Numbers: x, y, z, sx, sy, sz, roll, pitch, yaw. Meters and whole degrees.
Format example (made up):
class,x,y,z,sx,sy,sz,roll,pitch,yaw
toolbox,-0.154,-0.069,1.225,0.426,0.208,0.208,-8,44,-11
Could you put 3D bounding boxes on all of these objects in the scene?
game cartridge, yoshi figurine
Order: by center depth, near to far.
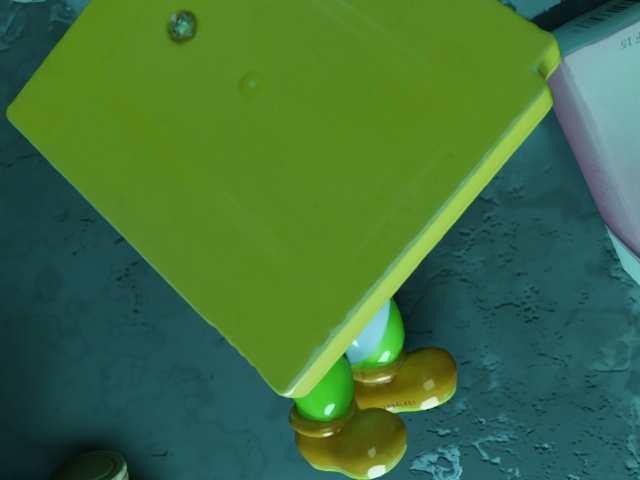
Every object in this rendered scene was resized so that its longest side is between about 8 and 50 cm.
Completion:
class,x,y,z,sx,sy,sz,roll,pitch,yaw
game cartridge,-0.038,-0.101,0.594,0.324,0.053,0.285,42,96,21
yoshi figurine,0.017,-0.001,0.687,0.203,0.203,0.362,-24,104,-8

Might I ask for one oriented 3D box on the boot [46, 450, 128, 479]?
class,x,y,z,sx,sy,sz,roll,pitch,yaw
boot,-0.226,0.293,0.803,0.197,0.073,0.152,-28,104,22

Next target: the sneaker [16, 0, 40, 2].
class,x,y,z,sx,sy,sz,roll,pitch,yaw
sneaker,-0.306,-0.321,0.572,0.135,0.150,0.365,-2,124,39

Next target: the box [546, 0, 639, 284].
class,x,y,z,sx,sy,sz,roll,pitch,yaw
box,0.287,-0.084,0.674,0.149,0.127,0.232,-27,105,9
